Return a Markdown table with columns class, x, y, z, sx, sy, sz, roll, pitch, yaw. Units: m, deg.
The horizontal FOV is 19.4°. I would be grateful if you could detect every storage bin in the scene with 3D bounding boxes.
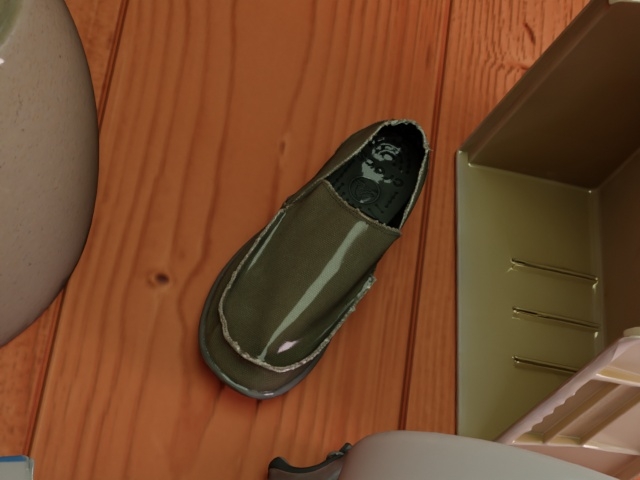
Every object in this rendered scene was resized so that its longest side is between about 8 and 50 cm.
| class | x | y | z | sx | sy | sz | roll | pitch | yaw |
| --- | --- | --- | --- | --- | --- | --- | --- | --- | --- |
| storage bin | 0.199 | 0.003 | 1.270 | 0.123 | 0.260 | 0.262 | 12 | 60 | -17 |

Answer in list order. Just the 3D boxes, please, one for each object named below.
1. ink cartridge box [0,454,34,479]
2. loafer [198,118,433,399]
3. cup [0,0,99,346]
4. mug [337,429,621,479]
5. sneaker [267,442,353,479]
| class | x | y | z | sx | sy | sz | roll | pitch | yaw |
| --- | --- | --- | --- | --- | --- | --- | --- | --- | --- |
| ink cartridge box | -0.252 | 0.232 | 1.011 | 0.171 | 0.232 | 0.168 | 0 | 66 | -19 |
| loafer | 0.000 | 0.000 | 1.302 | 0.094 | 0.087 | 0.251 | 32 | 58 | 0 |
| cup | -0.282 | -0.104 | 1.176 | 0.331 | 0.237 | 0.331 | 8 | 61 | -15 |
| mug | 0.122 | 0.336 | 1.085 | 0.374 | 0.276 | 0.328 | 35 | 66 | -33 |
| sneaker | 0.038 | 0.160 | 1.249 | 0.158 | 0.061 | 0.065 | 1 | 56 | -19 |
